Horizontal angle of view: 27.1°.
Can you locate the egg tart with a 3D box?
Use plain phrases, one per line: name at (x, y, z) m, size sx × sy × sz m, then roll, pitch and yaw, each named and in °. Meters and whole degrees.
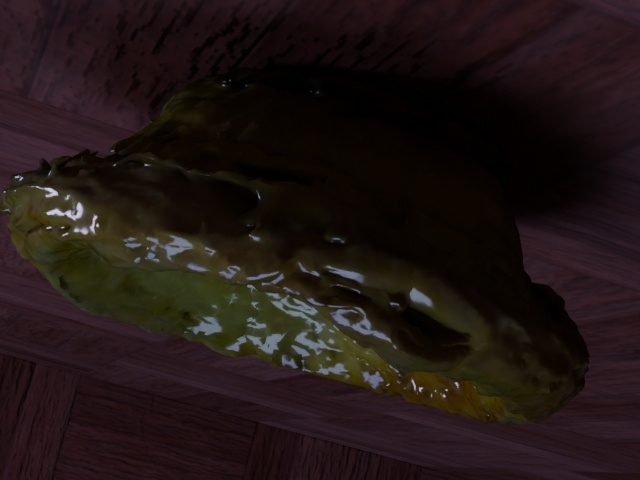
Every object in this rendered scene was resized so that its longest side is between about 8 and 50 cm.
egg tart at (0.000, 0.000, 0.632) m, size 0.294 × 0.123 × 0.294 m, roll 17°, pitch 169°, yaw 3°
